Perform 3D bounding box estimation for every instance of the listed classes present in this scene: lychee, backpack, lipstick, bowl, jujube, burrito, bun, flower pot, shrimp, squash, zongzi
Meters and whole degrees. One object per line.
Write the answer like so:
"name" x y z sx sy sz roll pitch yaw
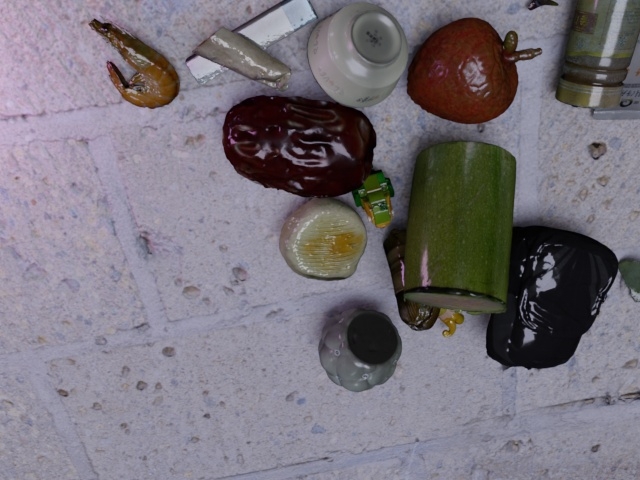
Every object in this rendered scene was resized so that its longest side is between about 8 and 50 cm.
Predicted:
"lychee" 0.352 -0.391 1.396 0.300 0.255 0.255 -5 126 37
"backpack" 0.636 0.178 1.733 0.364 0.255 0.445 13 101 -14
"lipstick" -0.161 -0.469 1.396 0.317 0.066 0.068 -28 120 8
"bowl" 0.100 -0.430 1.352 0.238 0.126 0.237 2 83 -21
"jujube" -0.045 -0.224 1.438 0.377 0.258 0.258 0 118 -6
"burrito" -0.168 -0.408 1.356 0.226 0.060 0.087 24 120 -21
"bun" 0.000 0.000 1.618 0.244 0.153 0.243 -4 103 -19
"flower pot" 0.112 0.317 1.749 0.246 0.246 0.195 16 147 -14
"shrimp" -0.438 -0.410 1.399 0.150 0.068 0.248 -29 122 15
"squash" 0.340 -0.021 1.483 0.263 0.263 0.384 13 72 -13
"zongzi" 0.334 0.098 1.660 0.288 0.285 0.134 -2 160 -18

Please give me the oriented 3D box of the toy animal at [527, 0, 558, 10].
"toy animal" 0.556 -0.631 1.409 0.105 0.070 0.202 29 114 -6

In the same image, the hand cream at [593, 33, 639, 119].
"hand cream" 0.784 -0.452 1.515 0.140 0.089 0.314 -3 125 1

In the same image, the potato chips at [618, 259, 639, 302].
"potato chips" 1.018 0.122 1.855 0.228 0.059 0.167 8 126 -11

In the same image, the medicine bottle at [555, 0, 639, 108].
"medicine bottle" 0.674 -0.490 1.431 0.151 0.151 0.322 -1 119 -6

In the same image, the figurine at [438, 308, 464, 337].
"figurine" 0.340 0.188 1.780 0.156 0.131 0.246 -27 130 33

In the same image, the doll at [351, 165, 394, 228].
"doll" 0.139 -0.121 1.560 0.106 0.186 0.134 -15 147 0
